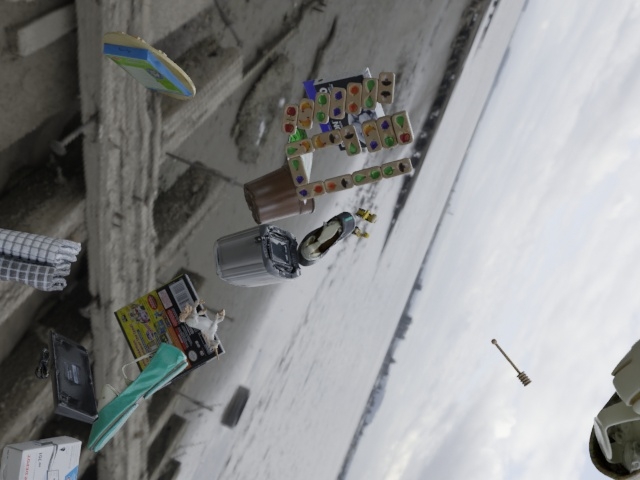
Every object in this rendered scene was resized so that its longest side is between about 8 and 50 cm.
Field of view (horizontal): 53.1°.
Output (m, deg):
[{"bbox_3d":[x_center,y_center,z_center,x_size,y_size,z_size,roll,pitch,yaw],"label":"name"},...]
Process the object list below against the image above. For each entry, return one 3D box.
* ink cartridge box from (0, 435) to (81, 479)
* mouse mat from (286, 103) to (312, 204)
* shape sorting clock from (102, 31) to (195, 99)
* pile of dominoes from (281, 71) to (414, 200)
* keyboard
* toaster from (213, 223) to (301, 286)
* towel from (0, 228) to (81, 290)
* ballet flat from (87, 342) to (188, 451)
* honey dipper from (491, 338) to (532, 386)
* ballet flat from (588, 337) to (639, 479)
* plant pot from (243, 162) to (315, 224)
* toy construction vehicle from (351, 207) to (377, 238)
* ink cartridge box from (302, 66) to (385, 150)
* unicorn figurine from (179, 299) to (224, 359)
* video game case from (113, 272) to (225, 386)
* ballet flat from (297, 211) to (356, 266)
[{"bbox_3d":[-0.763,0.621,1.747,0.190,0.082,0.140,15,79,-61],"label":"ink cartridge box"},{"bbox_3d":[-0.044,-0.188,1.420,0.190,0.007,0.152,67,26,-58],"label":"mouse mat"},{"bbox_3d":[-0.344,-0.352,1.296,0.206,0.206,0.040,69,46,-77],"label":"shape sorting clock"},{"bbox_3d":[0.046,-0.192,1.212,0.040,0.251,0.196,-61,135,-70],"label":"pile of dominoes"},{"bbox_3d":[-0.420,0.218,1.044,0.023,0.180,0.108,-44,130,6],"label":"keyboard"},{"bbox_3d":[-0.151,0.040,1.508,0.227,0.146,0.129,20,58,-67],"label":"toaster"},{"bbox_3d":[-0.682,0.039,1.423,0.283,0.235,0.121,169,-69,-77],"label":"towel"},{"bbox_3d":[-0.374,0.294,1.253,0.247,0.087,0.083,-44,173,-25],"label":"ballet flat"},{"bbox_3d":[0.554,0.352,1.867,0.030,0.161,0.030,-34,166,-10],"label":"honey dipper"},{"bbox_3d":[0.373,0.176,0.712,0.348,0.123,0.123,81,29,-47],"label":"ballet flat"},{"bbox_3d":[-0.123,-0.128,1.833,0.165,0.167,0.167,-22,153,-16],"label":"plant pot"},{"bbox_3d":[0.126,-0.047,1.849,0.086,0.035,0.098,-55,-149,-12],"label":"toy construction vehicle"},{"bbox_3d":[0.064,-0.339,1.700,0.045,0.208,0.206,-54,130,-42],"label":"ink cartridge box"},{"bbox_3d":[-0.307,0.227,1.725,0.111,0.162,0.060,-52,-171,21],"label":"unicorn figurine"},{"bbox_3d":[-0.457,0.276,1.932,0.248,0.275,0.035,-29,166,-1],"label":"video game case"},{"bbox_3d":[0.000,0.000,1.550,0.203,0.074,0.074,-40,-174,29],"label":"ballet flat"}]
